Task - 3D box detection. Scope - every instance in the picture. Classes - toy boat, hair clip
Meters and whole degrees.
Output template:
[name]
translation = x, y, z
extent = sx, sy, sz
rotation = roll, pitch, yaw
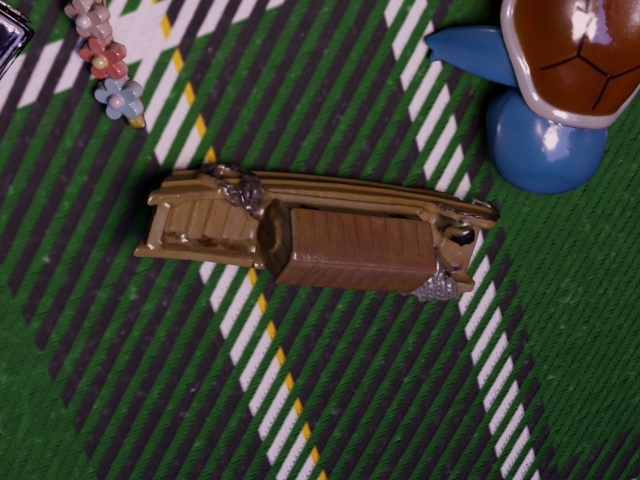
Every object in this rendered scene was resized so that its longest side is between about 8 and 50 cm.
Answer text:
[toy boat]
translation = 0.000, 0.000, 1.542
extent = 0.445, 0.162, 0.136
rotation = 7, 114, -25
[hair clip]
translation = -0.228, -0.203, 1.411
extent = 0.056, 0.062, 0.214
rotation = -47, 134, -47

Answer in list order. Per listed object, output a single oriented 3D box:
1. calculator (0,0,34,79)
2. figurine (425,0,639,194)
[calculator]
translation = -0.438, -0.223, 1.333
extent = 0.274, 0.028, 0.166
rotation = 32, 100, -31
[figurine]
translation = 0.307, -0.257, 1.535
extent = 0.298, 0.243, 0.416
rotation = -2, 136, -31
